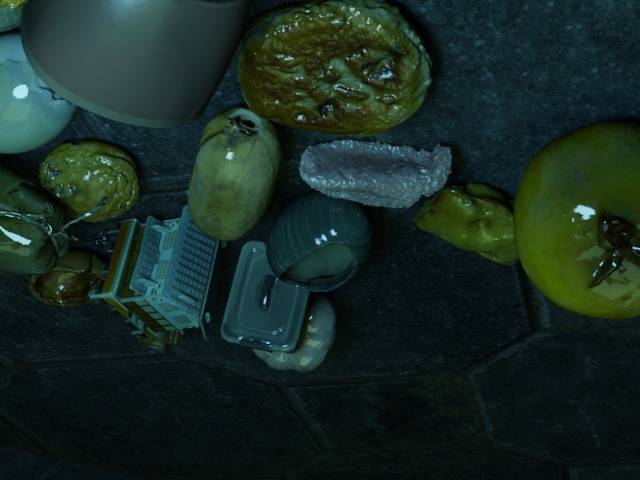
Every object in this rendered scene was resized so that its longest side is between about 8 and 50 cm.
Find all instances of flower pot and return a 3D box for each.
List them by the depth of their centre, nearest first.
[{"bbox_3d":[0.000,0.000,1.860,0.189,0.157,0.243,22,143,-28],"label":"flower pot"}]

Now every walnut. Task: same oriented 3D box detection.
[{"bbox_3d":[-0.536,0.068,2.094,0.167,0.087,0.211,23,146,-37],"label":"walnut"}]

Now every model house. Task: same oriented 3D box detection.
[{"bbox_3d":[-0.308,0.068,1.953,0.215,0.224,0.198,-6,144,23],"label":"model house"}]

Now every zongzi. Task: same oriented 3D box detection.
[{"bbox_3d":[-0.614,0.017,1.633,0.447,0.418,0.181,32,148,18],"label":"zongzi"}]

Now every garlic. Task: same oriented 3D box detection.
[{"bbox_3d":[-0.058,0.181,2.170,0.219,0.218,0.212,-5,-175,14],"label":"garlic"}]

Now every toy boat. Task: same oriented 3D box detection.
[{"bbox_3d":[-0.349,0.171,2.230,0.115,0.089,0.310,18,146,-5],"label":"toy boat"}]

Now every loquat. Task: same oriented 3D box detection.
[{"bbox_3d":[0.486,-0.041,1.624,0.328,0.359,0.328,2,104,10],"label":"loquat"}]

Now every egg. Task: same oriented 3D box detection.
[{"bbox_3d":[-0.492,-0.226,1.539,0.217,0.183,0.183,-23,139,22],"label":"egg"}]

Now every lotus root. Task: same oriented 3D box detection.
[{"bbox_3d":[-0.153,-0.097,1.711,0.151,0.169,0.342,15,146,-3],"label":"lotus root"}]

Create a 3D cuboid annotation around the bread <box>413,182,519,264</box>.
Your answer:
[{"bbox_3d":[0.302,-0.042,1.828,0.233,0.088,0.161,19,140,-17],"label":"bread"}]

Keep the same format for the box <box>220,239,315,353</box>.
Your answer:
[{"bbox_3d":[-0.099,0.122,2.002,0.162,0.227,0.130,9,161,12],"label":"box"}]

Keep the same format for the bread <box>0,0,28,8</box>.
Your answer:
[{"bbox_3d":[-0.409,-0.402,1.235,0.083,0.211,0.114,-3,148,-11],"label":"bread"}]

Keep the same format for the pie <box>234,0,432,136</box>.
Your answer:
[{"bbox_3d":[0.024,-0.264,1.509,0.315,0.092,0.315,4,146,3],"label":"pie"}]

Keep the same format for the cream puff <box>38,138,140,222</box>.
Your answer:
[{"bbox_3d":[-0.422,-0.103,1.777,0.189,0.129,0.189,0,147,0],"label":"cream puff"}]

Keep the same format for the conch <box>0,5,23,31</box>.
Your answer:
[{"bbox_3d":[-0.445,-0.373,1.390,0.234,0.114,0.137,-30,160,-11],"label":"conch"}]

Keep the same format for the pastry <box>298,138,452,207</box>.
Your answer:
[{"bbox_3d":[0.097,-0.117,1.720,0.265,0.103,0.112,3,155,5],"label":"pastry"}]

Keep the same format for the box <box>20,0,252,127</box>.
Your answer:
[{"bbox_3d":[-0.224,-0.326,1.271,0.301,0.301,0.216,20,136,-23],"label":"box"}]
